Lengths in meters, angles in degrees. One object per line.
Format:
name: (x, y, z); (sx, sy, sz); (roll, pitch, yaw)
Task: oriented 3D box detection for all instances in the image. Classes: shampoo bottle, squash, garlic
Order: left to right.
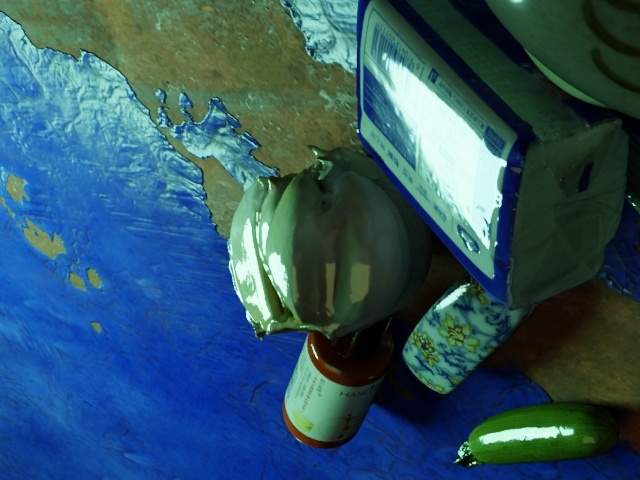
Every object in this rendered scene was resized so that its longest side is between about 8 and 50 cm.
garlic: (0.017, -0.003, 1.825); (0.281, 0.184, 0.203); (174, 85, -73)
shampoo bottle: (0.027, 0.145, 2.035); (0.104, 0.104, 0.278); (36, 147, 11)
squash: (0.243, 0.218, 1.922); (0.252, 0.066, 0.066); (-15, 116, 53)

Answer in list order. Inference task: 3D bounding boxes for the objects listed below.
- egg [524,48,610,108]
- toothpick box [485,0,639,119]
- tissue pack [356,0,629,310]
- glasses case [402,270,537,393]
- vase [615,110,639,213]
egg: (0.230, -0.216, 1.317); (0.186, 0.186, 0.242); (9, 124, 42)
toothpick box: (0.290, -0.291, 0.975); (0.409, 0.409, 0.425); (43, 149, 0)
tissue pack: (0.148, -0.100, 1.526); (0.270, 0.137, 0.209); (51, 155, 40)
glasses case: (0.159, 0.094, 1.869); (0.087, 0.065, 0.248); (40, 149, 2)
vase: (0.294, -0.052, 1.545); (0.148, 0.081, 0.081); (42, 148, 6)
